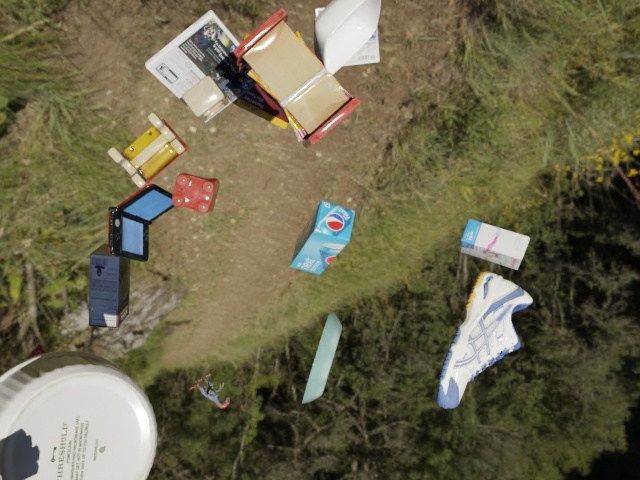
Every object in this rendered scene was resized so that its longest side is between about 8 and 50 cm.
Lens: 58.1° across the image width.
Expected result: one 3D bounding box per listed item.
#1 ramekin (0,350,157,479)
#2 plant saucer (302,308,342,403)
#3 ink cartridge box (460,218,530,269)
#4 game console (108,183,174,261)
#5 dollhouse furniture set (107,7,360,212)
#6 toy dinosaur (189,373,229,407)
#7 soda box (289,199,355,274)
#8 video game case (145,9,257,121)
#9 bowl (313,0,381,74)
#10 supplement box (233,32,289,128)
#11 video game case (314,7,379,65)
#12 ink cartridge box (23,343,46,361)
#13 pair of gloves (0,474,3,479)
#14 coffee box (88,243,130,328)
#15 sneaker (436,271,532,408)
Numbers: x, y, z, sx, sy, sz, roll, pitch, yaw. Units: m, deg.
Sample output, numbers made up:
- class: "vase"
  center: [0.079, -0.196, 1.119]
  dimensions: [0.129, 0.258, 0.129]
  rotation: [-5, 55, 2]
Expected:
- class: "ramekin"
  center: [-0.372, 0.301, 0.859]
  dimensions: [0.273, 0.272, 0.127]
  rotation: [24, 158, -33]
- class: "plant saucer"
  center: [0.005, 0.144, 0.706]
  dimensions: [0.021, 0.119, 0.119]
  rotation: [16, 158, 4]
- class: "ink cartridge box"
  center: [0.348, 0.008, 1.154]
  dimensions: [0.123, 0.052, 0.088]
  rotation: [18, 168, 18]
- class: "game console"
  center: [-0.321, -0.029, 1.069]
  dimensions: [0.085, 0.124, 0.144]
  rotation: [-4, 171, 9]
- class: "dollhouse furniture set"
  center: [-0.139, -0.191, 0.989]
  dimensions: [0.201, 0.374, 0.152]
  rotation: [50, -179, -9]
- class: "toy dinosaur"
  center: [-0.234, 0.333, 1.255]
  dimensions: [0.047, 0.082, 0.090]
  rotation: [-22, 163, -42]
- class: "soda box"
  center: [0.000, 0.000, 1.151]
  dimensions: [0.071, 0.067, 0.210]
  rotation: [17, 156, -10]
- class: "video game case"
  center: [-0.234, -0.355, 1.198]
  dimensions: [0.173, 0.022, 0.190]
  rotation: [-34, 141, 11]
- class: "bowl"
  center: [0.039, -0.370, 0.993]
  dimensions: [0.053, 0.142, 0.142]
  rotation: [44, 173, 9]
- class: "supplement box"
  center: [-0.159, -0.463, 1.684]
  dimensions: [0.191, 0.194, 0.129]
  rotation: [18, -166, -43]
- class: "video game case"
  center: [0.069, -0.516, 1.454]
  dimensions: [0.157, 0.143, 0.019]
  rotation: [-10, -161, -10]
- class: "ink cartridge box"
  center: [-0.560, 0.389, 1.122]
  dimensions: [0.066, 0.261, 0.296]
  rotation: [17, 141, 17]
- class: "pair of gloves"
  center: [-0.421, 0.388, 0.614]
  dimensions: [0.204, 0.240, 0.042]
  rotation: [-21, 149, -9]
- class: "coffee box"
  center: [-0.695, 0.148, 1.903]
  dimensions: [0.098, 0.246, 0.141]
  rotation: [6, -166, -3]
- class: "sneaker"
  center: [0.331, 0.211, 1.158]
  dimensions: [0.131, 0.296, 0.112]
  rotation: [23, 169, 14]
